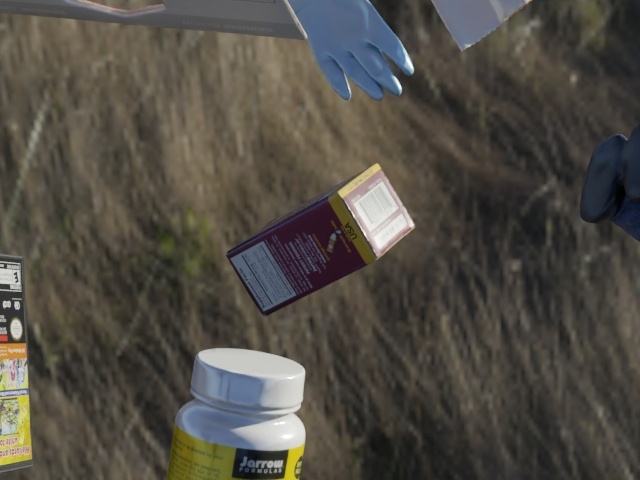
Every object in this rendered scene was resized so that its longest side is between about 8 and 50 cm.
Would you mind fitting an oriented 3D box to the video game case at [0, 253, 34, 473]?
[{"bbox_3d":[-0.388,0.135,1.749,0.035,0.248,0.275,-5,-4,13],"label":"video game case"}]

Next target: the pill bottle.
[{"bbox_3d":[-0.078,0.208,1.427,0.119,0.209,0.119,8,9,-1],"label":"pill bottle"}]

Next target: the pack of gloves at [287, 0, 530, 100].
[{"bbox_3d":[0.046,-0.254,1.453,0.195,0.046,0.232,-36,78,-1],"label":"pack of gloves"}]

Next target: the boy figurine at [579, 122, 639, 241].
[{"bbox_3d":[0.361,0.001,1.335,0.285,0.177,0.092,26,59,-20],"label":"boy figurine"}]

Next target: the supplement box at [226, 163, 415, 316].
[{"bbox_3d":[0.000,0.000,0.866,0.083,0.043,0.055,-27,6,33],"label":"supplement box"}]

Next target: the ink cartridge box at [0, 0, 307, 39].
[{"bbox_3d":[-0.173,-0.231,1.112,0.296,0.261,0.066,7,76,17],"label":"ink cartridge box"}]
